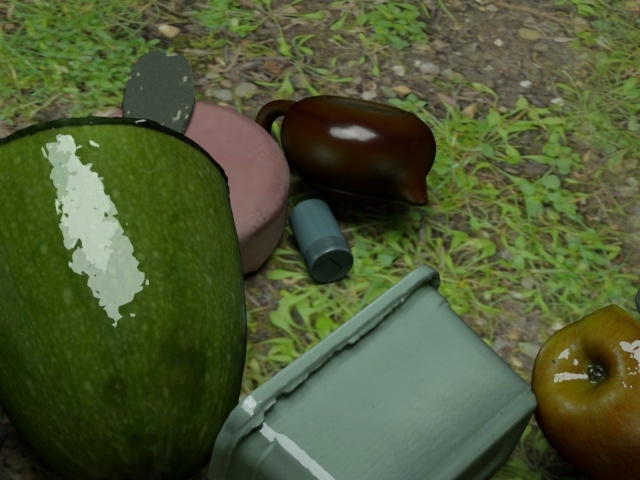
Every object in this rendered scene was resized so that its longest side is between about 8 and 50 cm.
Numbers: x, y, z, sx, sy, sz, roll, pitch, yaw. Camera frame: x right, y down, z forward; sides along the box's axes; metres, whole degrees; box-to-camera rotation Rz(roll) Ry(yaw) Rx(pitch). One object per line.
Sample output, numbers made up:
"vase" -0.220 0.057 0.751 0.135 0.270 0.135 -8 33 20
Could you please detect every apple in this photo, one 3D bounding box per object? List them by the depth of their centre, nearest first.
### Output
"apple" 0.303 0.163 1.817 0.173 0.160 0.195 25 17 -42

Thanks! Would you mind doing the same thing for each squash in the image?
"squash" -0.205 0.090 1.741 0.310 0.310 0.309 -7 48 -13

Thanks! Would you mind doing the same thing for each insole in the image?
"insole" -0.184 -0.131 2.026 0.081 0.011 0.248 6 44 0

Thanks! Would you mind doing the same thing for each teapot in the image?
"teapot" 0.021 -0.096 2.083 0.252 0.135 0.178 17 8 35

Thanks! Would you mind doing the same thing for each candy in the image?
"candy" -0.154 -0.048 2.023 0.255 0.094 0.255 4 45 -4

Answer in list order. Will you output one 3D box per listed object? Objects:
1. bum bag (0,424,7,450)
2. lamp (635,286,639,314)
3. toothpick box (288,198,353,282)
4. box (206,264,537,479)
"bum bag" -0.391 0.135 1.794 0.074 0.137 0.310 14 33 -43
"lamp" 0.511 0.084 1.921 0.301 0.247 0.247 33 10 38
"toothpick box" 0.000 0.000 2.024 0.052 0.052 0.083 -9 46 -16
"box" 0.057 0.192 1.769 0.182 0.175 0.312 41 53 19
